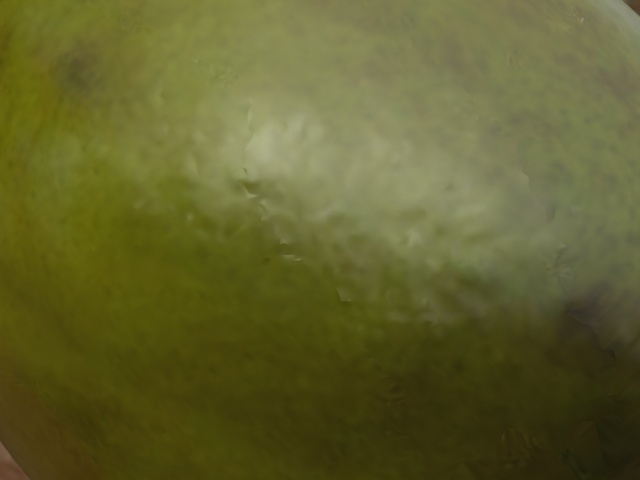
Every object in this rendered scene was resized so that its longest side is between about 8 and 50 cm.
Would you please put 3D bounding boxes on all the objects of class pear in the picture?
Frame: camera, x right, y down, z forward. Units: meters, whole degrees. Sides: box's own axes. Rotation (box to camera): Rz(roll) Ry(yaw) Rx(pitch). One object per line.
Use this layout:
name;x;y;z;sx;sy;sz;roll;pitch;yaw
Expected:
pear;0.000;0.000;0.677;0.321;0.269;0.269;23;25;6
